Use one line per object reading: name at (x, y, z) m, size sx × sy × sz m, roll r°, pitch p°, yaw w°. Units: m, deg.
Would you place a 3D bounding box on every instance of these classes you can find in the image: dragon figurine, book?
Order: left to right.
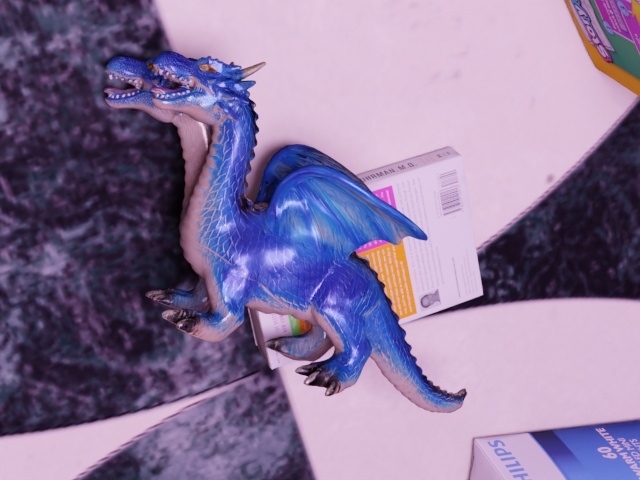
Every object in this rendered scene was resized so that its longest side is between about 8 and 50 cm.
dragon figurine at (0.000, 0.000, 0.761) m, size 0.289 × 0.085 × 0.144 m, roll 26°, pitch 94°, yaw -19°
book at (0.024, 0.009, 0.834) m, size 0.144 × 0.035 × 0.096 m, roll -17°, pitch 115°, yaw -13°

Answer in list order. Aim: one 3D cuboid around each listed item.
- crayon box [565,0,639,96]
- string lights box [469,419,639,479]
crayon box at (0.168, -0.189, 0.713) m, size 0.081 × 0.165 × 0.278 m, roll -34°, pitch 122°, yaw -2°
string lights box at (0.231, 0.201, 0.979) m, size 0.259 × 0.077 × 0.133 m, roll -4°, pitch 117°, yaw -19°
